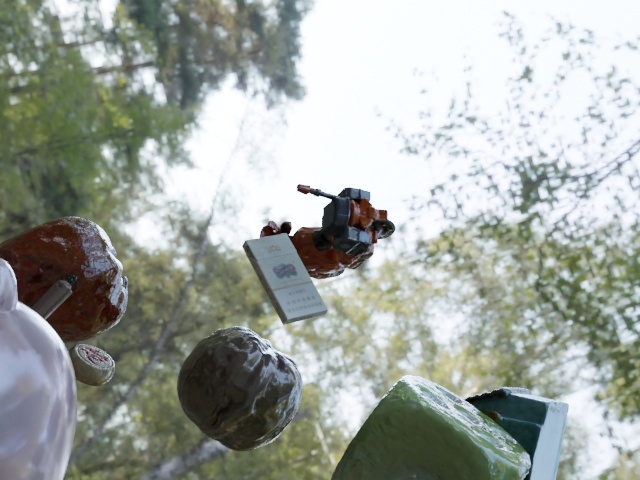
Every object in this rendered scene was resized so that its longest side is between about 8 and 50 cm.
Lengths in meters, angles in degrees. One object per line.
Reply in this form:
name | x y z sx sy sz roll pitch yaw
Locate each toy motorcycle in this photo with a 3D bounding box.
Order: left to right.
toy motorcycle | 0.000 0.000 1.994 0.325 0.221 0.148 -42 -139 53

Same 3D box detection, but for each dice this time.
dice | 0.173 0.385 1.587 0.254 0.252 0.249 35 7 18

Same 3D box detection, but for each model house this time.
model house | 0.307 0.379 1.848 0.280 0.248 0.230 25 75 -64

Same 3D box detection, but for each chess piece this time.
chess piece | -0.385 0.208 1.648 0.038 0.083 0.083 -60 -146 11

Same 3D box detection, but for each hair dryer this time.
hair dryer | -0.480 0.129 1.686 0.064 0.182 0.117 32 -25 22

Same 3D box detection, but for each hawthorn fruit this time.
hawthorn fruit | -0.498 0.078 1.875 0.258 0.261 0.258 -6 -99 47

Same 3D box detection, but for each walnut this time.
walnut | -0.163 0.298 1.973 0.248 0.248 0.248 164 -90 -71

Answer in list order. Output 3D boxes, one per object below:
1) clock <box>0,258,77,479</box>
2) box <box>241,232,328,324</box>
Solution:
clock | -0.421 0.217 1.163 0.377 0.250 0.368 -46 -146 49
box | -0.062 0.065 1.704 0.167 0.090 0.024 61 -41 23
